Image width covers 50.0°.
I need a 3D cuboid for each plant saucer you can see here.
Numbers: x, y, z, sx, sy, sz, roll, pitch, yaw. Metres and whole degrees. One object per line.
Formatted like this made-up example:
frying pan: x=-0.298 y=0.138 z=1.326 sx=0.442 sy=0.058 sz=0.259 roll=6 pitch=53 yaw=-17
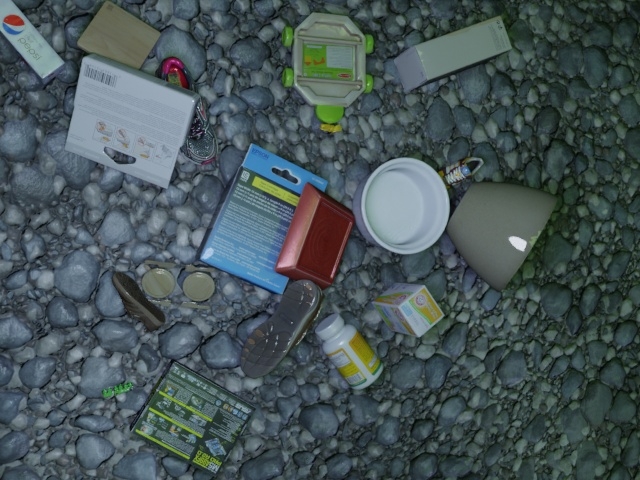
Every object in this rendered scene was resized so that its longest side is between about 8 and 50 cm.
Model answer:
plant saucer: x=0.000 y=0.000 z=1.914 sx=0.259 sy=0.047 sz=0.259 roll=28 pitch=80 yaw=-54

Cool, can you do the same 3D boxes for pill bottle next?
pill bottle: x=0.078 y=0.317 z=1.980 sx=0.117 sy=0.117 sz=0.208 roll=-40 pitch=101 yaw=-14

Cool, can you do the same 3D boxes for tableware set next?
tableware set: x=-0.386 y=0.116 z=1.868 sx=0.194 sy=0.039 sz=0.128 roll=7 pitch=109 yaw=-12

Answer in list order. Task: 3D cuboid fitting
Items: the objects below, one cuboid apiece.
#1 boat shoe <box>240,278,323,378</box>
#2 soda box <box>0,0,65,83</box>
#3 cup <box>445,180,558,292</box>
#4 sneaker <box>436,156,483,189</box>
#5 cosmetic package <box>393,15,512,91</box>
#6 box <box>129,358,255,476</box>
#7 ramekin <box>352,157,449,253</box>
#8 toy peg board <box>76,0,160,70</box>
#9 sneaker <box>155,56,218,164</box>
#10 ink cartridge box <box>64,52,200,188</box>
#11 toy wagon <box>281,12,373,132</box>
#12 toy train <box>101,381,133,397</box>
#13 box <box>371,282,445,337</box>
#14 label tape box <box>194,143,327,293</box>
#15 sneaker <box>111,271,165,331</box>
boat shoe: x=-0.096 y=0.255 z=1.919 sx=0.123 sy=0.116 sz=0.324 roll=43 pitch=98 yaw=23
soda box: x=-0.751 y=-0.510 z=1.748 sx=0.074 sy=0.069 sz=0.216 roll=-42 pitch=102 yaw=-15
cup: x=0.516 y=-0.046 z=2.049 sx=0.237 sy=0.331 sz=0.331 roll=31 pitch=79 yaw=9
sneaker: x=0.415 y=-0.206 z=2.113 sx=0.185 sy=0.084 sz=0.070 roll=-36 pitch=100 yaw=-16
cosmetic package: x=0.399 y=-0.562 z=2.075 sx=0.309 sy=0.160 sz=0.113 roll=-22 pitch=95 yaw=-18
box: x=-0.345 y=0.482 z=1.871 sx=0.270 sy=0.060 sz=0.216 roll=33 pitch=80 yaw=-14
ramekin: x=0.228 y=-0.099 z=2.025 sx=0.277 sy=0.135 sz=0.277 roll=0 pitch=89 yaw=-17
toy peg board: x=-0.539 y=-0.519 z=1.824 sx=0.161 sy=0.079 sz=0.161 roll=30 pitch=65 yaw=-16
sneaker: x=-0.366 y=-0.345 z=1.848 sx=0.120 sy=0.112 sz=0.299 roll=-26 pitch=98 yaw=-17
ink cartridge box: x=-0.492 y=-0.308 z=1.786 sx=0.296 sy=0.066 sz=0.261 roll=21 pitch=115 yaw=-4
toy wagon: x=0.020 y=-0.483 z=1.999 sx=0.267 sy=0.068 sz=0.345 roll=0 pitch=90 yaw=-18
toy train: x=-0.540 y=0.399 z=1.831 sx=0.083 sy=0.017 sz=0.024 roll=-12 pitch=103 yaw=-18
box: x=0.251 y=0.198 z=1.991 sx=0.103 sy=0.203 sz=0.114 roll=-37 pitch=100 yaw=-15
label tape box: x=-0.163 y=-0.056 z=1.912 sx=0.249 sy=0.115 sz=0.348 roll=25 pitch=79 yaw=-16
sneaker: x=-0.497 y=0.170 z=1.817 sx=0.071 sy=0.066 sz=0.188 roll=-36 pitch=103 yaw=18
